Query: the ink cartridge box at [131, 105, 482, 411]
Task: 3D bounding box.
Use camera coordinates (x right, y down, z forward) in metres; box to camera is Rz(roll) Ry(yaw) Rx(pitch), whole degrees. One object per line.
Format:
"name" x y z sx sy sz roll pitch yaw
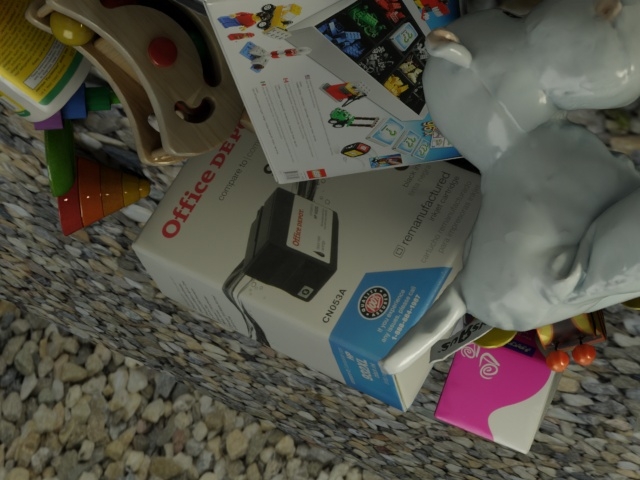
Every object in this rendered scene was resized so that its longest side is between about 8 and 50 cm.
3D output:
"ink cartridge box" 0.000 0.000 1.317 0.308 0.223 0.129 24 160 22

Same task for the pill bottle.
"pill bottle" -0.351 -0.227 1.352 0.208 0.117 0.118 37 158 -33

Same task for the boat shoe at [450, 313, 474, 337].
"boat shoe" 0.161 0.059 1.567 0.076 0.083 0.226 27 154 33

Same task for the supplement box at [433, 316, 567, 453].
"supplement box" 0.219 0.141 1.472 0.111 0.113 0.220 21 -160 13

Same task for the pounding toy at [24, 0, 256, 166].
"pounding toy" -0.165 -0.157 1.249 0.269 0.154 0.155 34 159 -23

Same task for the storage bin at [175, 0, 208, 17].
"storage bin" -0.107 -0.259 1.023 0.135 0.098 0.091 28 134 -8

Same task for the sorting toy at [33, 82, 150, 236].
"sorting toy" -0.288 -0.113 1.662 0.126 0.127 0.365 -4 159 -6

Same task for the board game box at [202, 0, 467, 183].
"board game box" 0.028 -0.146 1.066 0.193 0.053 0.305 -8 155 5

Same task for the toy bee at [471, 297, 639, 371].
"toy bee" 0.232 0.066 1.291 0.195 0.162 0.298 -26 148 34

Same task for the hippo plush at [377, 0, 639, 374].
"hippo plush" 0.178 -0.063 0.969 0.294 0.236 0.234 -21 172 22

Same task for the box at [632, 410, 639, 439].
"box" 0.462 0.200 1.460 0.170 0.130 0.091 31 160 -18
